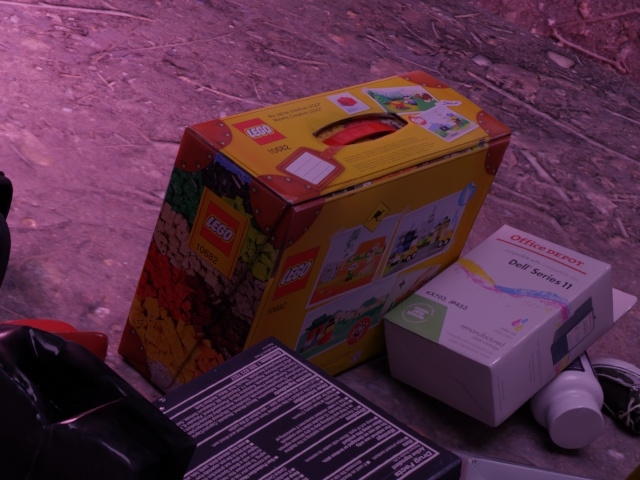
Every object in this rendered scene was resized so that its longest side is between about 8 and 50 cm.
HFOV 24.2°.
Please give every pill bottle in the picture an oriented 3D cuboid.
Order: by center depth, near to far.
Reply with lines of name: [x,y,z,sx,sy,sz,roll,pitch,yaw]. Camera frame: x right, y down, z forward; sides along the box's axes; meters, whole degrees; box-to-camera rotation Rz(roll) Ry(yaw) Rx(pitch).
pill bottle: [0.353,0.213,2.193,0.108,0.108,0.193,12,31,-15]

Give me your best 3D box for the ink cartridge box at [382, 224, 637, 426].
ink cartridge box: [0.284,0.099,2.172,0.207,0.119,0.353,23,45,39]

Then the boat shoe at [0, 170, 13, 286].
boat shoe: [-0.479,0.019,1.915,0.156,0.187,0.500,16,22,-13]

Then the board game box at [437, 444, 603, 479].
board game box: [0.225,0.313,1.808,0.224,0.098,0.303,13,-6,-12]

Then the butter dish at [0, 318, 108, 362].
butter dish: [-0.356,0.152,1.811,0.160,0.160,0.118,0,33,-30]

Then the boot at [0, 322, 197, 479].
boot: [-0.338,0.267,1.347,0.367,0.445,0.146,26,31,9]

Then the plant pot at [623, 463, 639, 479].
plant pot: [0.439,0.401,1.866,0.187,0.212,0.212,39,33,6]

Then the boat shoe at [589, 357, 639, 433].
boat shoe: [0.485,0.250,2.244,0.219,0.078,0.070,28,30,8]

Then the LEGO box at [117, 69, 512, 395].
LEGO box: [0.000,0.000,2.059,0.193,0.372,0.500,37,33,26]

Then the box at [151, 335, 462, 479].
box: [-0.057,0.293,1.608,0.294,0.183,0.296,30,42,35]
